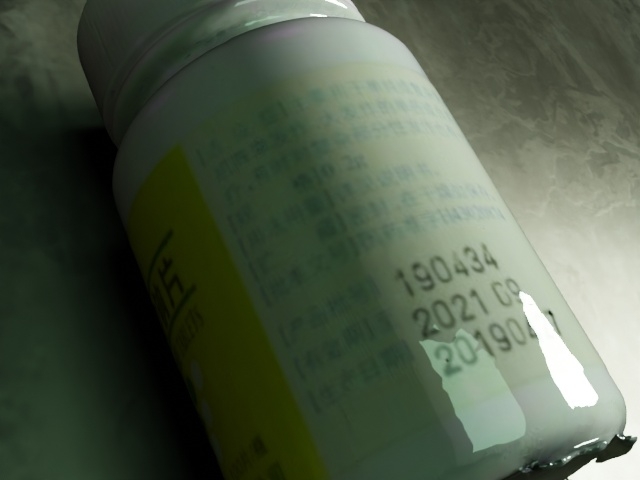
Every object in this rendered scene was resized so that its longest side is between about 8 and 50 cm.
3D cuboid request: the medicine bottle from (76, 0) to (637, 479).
[{"bbox_3d":[0.000,0.000,0.547,0.213,0.213,0.379,-7,59,-36],"label":"medicine bottle"}]
